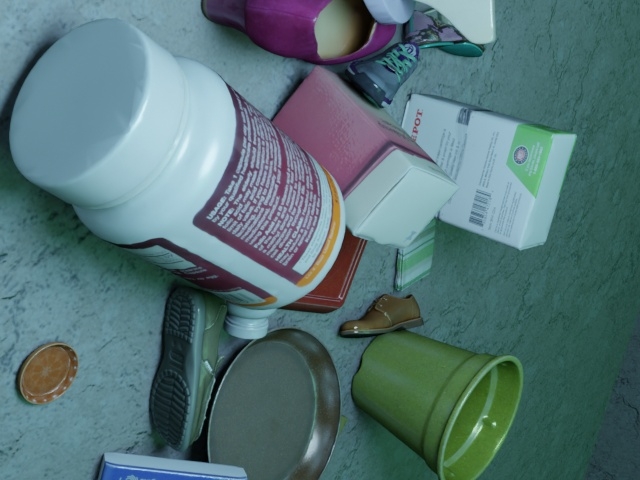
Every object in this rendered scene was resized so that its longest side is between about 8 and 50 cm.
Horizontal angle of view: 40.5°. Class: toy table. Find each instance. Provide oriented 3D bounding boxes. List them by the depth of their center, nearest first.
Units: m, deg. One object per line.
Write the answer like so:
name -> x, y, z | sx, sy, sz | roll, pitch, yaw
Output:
toy table -> 0.156, -0.395, 1.190 | 0.274, 0.160, 0.252 | -51, 137, -61

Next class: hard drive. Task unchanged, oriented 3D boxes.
hard drive -> -0.250, 0.474, 1.280 | 0.210, 0.040, 0.319 | 12, 102, -21

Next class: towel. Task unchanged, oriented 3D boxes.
towel -> 0.183, 0.012, 1.678 | 0.113, 0.023, 0.152 | -27, 127, -45

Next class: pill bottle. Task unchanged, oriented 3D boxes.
pill bottle -> -0.151, -0.074, 1.017 | 0.224, 0.224, 0.392 | -62, 145, -5
pill bottle -> -0.100, 0.058, 1.271 | 0.087, 0.087, 0.160 | -9, 114, -50

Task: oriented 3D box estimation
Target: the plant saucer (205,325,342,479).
plant saucer -> -0.080, 0.293, 1.416 | 0.310, 0.050, 0.311 | -3, 95, -48

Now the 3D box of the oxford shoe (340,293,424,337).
oxford shoe -> 0.109, 0.142, 1.631 | 0.212, 0.076, 0.076 | -8, 86, -48

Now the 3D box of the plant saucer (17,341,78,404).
plant saucer -> -0.342, 0.165, 1.089 | 0.083, 0.013, 0.084 | -29, 130, -41

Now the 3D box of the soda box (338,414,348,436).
soda box -> -0.026, 0.387, 1.587 | 0.181, 0.061, 0.058 | -62, 145, -5

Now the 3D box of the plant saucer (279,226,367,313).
plant saucer -> 0.000, 0.000, 1.409 | 0.258, 0.047, 0.259 | 13, 99, -54

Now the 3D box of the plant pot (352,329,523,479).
plant pot -> 0.211, 0.296, 1.675 | 0.276, 0.253, 0.276 | -29, 131, -39

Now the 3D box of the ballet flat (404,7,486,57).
ballet flat -> 0.215, -0.356, 1.467 | 0.221, 0.076, 0.079 | -8, 97, -50

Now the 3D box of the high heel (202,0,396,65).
high heel -> 0.032, -0.283, 1.165 | 0.377, 0.181, 0.127 | -14, 120, -48

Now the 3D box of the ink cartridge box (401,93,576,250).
ink cartridge box -> 0.270, -0.124, 1.490 | 0.114, 0.272, 0.199 | -9, 117, -52

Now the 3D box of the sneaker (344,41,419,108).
sneaker -> 0.099, -0.259, 1.281 | 0.098, 0.083, 0.224 | -47, -176, 16

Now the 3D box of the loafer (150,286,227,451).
loafer -> -0.177, 0.186, 1.245 | 0.087, 0.094, 0.251 | -6, 114, -46

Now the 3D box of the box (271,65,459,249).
box -> 0.058, -0.117, 1.233 | 0.127, 0.232, 0.148 | -50, 149, 17
